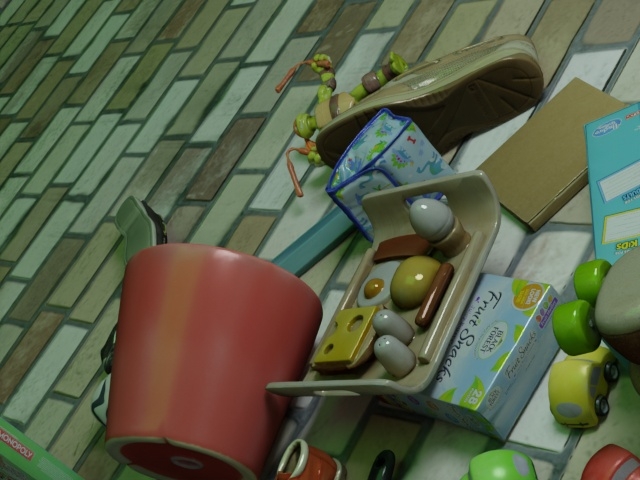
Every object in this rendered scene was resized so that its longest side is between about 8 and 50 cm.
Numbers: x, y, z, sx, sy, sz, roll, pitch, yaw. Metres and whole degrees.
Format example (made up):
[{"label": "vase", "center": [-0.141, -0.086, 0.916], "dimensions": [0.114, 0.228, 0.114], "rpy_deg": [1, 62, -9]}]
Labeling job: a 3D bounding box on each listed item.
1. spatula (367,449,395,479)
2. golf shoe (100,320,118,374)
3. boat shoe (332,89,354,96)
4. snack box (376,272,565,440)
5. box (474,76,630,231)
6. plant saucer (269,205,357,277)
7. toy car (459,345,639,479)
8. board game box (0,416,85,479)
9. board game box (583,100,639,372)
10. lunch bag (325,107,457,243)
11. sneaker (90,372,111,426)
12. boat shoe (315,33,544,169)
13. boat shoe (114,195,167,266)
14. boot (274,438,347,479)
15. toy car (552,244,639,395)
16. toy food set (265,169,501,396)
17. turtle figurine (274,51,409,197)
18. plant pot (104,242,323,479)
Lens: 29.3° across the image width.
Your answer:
[{"label": "spatula", "center": [0.026, 0.362, 1.341], "dimensions": [0.084, 0.030, 0.296], "rpy_deg": [-9, 47, 45]}, {"label": "golf shoe", "center": [-0.272, 0.121, 1.889], "dimensions": [0.198, 0.077, 0.094], "rpy_deg": [-48, 33, -10]}, {"label": "boat shoe", "center": [0.060, -0.224, 1.966], "dimensions": [0.100, 0.035, 0.035], "rpy_deg": [-13, 71, 33]}, {"label": "snack box", "center": [0.166, 0.123, 1.424], "dimensions": [0.207, 0.070, 0.174], "rpy_deg": [9, 59, 50]}, {"label": "box", "center": [0.305, -0.116, 1.589], "dimensions": [0.201, 0.021, 0.164], "rpy_deg": [-43, 33, 1]}, {"label": "plant saucer", "center": [0.000, 0.000, 1.788], "dimensions": [0.192, 0.018, 0.067], "rpy_deg": [-39, 33, 5]}, {"label": "toy car", "center": [0.227, 0.223, 1.261], "dimensions": [0.225, 0.053, 0.239], "rpy_deg": [-32, 34, 17]}, {"label": "board game box", "center": [-0.485, 0.290, 1.704], "dimensions": [0.214, 0.317, 0.046], "rpy_deg": [-11, 44, 39]}, {"label": "board game box", "center": [0.423, -0.041, 1.325], "dimensions": [0.254, 0.079, 0.336], "rpy_deg": [-23, 38, 28]}, {"label": "lunch bag", "center": [0.092, -0.082, 1.680], "dimensions": [0.151, 0.129, 0.096], "rpy_deg": [-47, 32, -6]}, {"label": "sneaker", "center": [-0.225, 0.172, 1.767], "dimensions": [0.153, 0.094, 0.235], "rpy_deg": [6, 57, 48]}, {"label": "boat shoe", "center": [0.155, -0.194, 1.761], "dimensions": [0.341, 0.121, 0.110], "rpy_deg": [-19, 35, 17]}, {"label": "boat shoe", "center": [-0.286, 0.000, 2.045], "dimensions": [0.081, 0.069, 0.227], "rpy_deg": [-50, 31, 13]}, {"label": "boot", "center": [-0.034, 0.308, 1.418], "dimensions": [0.059, 0.084, 0.157], "rpy_deg": [-5, 51, 42]}, {"label": "toy car", "center": [0.339, 0.105, 1.165], "dimensions": [0.155, 0.188, 0.149], "rpy_deg": [-19, 19, 36]}, {"label": "toy food set", "center": [0.069, 0.055, 1.458], "dimensions": [0.220, 0.092, 0.306], "rpy_deg": [-10, 43, 49]}, {"label": "turtle figurine", "center": [0.039, -0.191, 1.899], "dimensions": [0.217, 0.087, 0.269], "rpy_deg": [-19, 50, 25]}, {"label": "plant pot", "center": [-0.147, 0.172, 1.553], "dimensions": [0.275, 0.275, 0.243], "rpy_deg": [-12, 55, 39]}]
